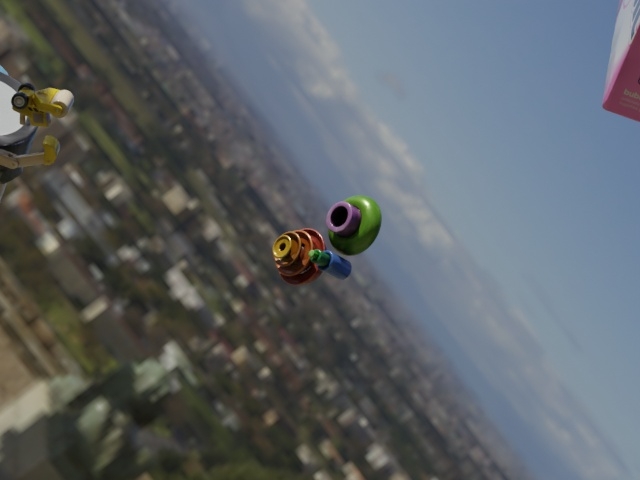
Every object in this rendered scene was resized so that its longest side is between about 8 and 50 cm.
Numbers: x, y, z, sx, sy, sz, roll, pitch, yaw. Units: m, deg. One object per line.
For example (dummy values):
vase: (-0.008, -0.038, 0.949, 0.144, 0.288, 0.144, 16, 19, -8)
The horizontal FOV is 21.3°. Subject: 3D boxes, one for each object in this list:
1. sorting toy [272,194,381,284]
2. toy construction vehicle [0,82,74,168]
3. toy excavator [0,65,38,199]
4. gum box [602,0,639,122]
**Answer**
sorting toy: (0.000, 0.000, 1.366, 0.042, 0.102, 0.061, 28, 32, -46)
toy construction vehicle: (-0.214, -0.079, 1.108, 0.098, 0.035, 0.086, 9, 26, -4)
toy excavator: (-0.501, -0.176, 1.567, 0.433, 0.222, 0.445, 6, 43, -25)
gum box: (0.187, -0.138, 0.809, 0.062, 0.107, 0.188, 19, 34, 1)
